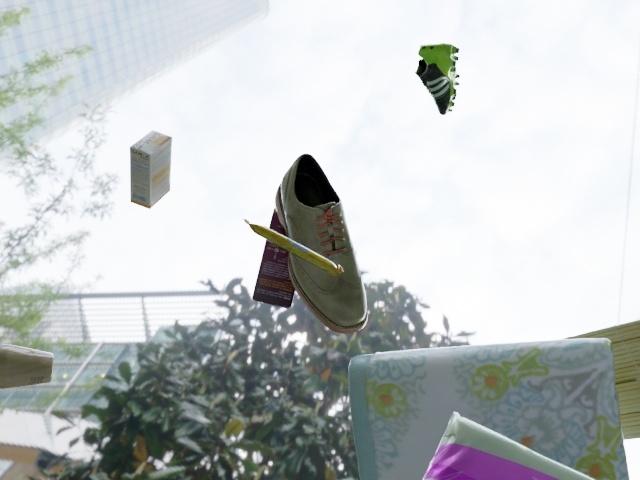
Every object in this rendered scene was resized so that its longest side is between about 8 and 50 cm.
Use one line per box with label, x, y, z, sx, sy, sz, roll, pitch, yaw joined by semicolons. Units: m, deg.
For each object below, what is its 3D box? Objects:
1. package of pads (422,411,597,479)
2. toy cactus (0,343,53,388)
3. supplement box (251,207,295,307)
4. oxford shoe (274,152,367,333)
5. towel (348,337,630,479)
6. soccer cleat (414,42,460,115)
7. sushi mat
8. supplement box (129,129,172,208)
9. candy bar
package of pads;0.149;0.309;0.533;0.229;0.296;0.101;23;-40;19
toy cactus;-0.390;0.141;0.769;0.181;0.112;0.219;6;-62;-25
supplement box;-0.079;0.038;1.415;0.081;0.104;0.188;13;-97;-4
oxford shoe;0.000;0.000;1.270;0.123;0.348;0.130;-14;-28;-21
towel;0.210;0.312;0.861;0.321;0.090;0.374;-8;-88;20
soccer cleat;0.205;-0.284;1.231;0.072;0.060;0.179;12;-22;15
sushi mat;0.406;0.175;0.887;0.317;0.019;0.151;-25;-95;42
supplement box;-0.252;-0.105;1.045;0.036;0.062;0.098;20;-52;11
candy bar;-0.040;0.010;1.013;0.162;0.040;0.018;27;-93;1
